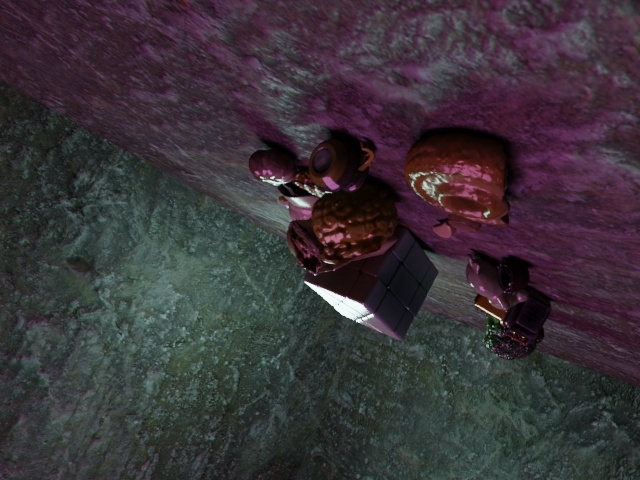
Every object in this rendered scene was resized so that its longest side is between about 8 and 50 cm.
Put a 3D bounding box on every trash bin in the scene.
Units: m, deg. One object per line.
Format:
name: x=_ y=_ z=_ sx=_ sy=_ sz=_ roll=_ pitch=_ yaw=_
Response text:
trash bin: x=0.684 y=0.253 z=1.695 sx=0.161 sy=0.184 sz=0.238 roll=28 pitch=178 yaw=-18

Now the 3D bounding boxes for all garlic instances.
garlic: x=-0.143 y=-0.224 z=1.391 sx=0.147 sy=0.102 sz=0.159 roll=4 pitch=174 yaw=31
garlic: x=0.354 y=-0.034 z=1.310 sx=0.053 sy=0.041 sz=0.083 roll=39 pitch=164 yaw=-2

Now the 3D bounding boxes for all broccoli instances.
broccoli: x=0.798 y=0.367 z=1.963 sx=0.270 sy=0.270 sz=0.270 roll=34 pitch=-157 yaw=-50

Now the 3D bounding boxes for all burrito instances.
burrito: x=0.075 y=0.003 z=1.502 sx=0.331 sy=0.135 sz=0.190 roll=-11 pitch=-142 yaw=-32

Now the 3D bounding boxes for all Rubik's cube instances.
Rubik's cube: x=0.192 y=0.131 z=1.740 sx=0.318 sy=0.316 sz=0.322 roll=17 pitch=160 yaw=46

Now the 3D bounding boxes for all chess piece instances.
chess piece: x=0.362 y=-0.050 z=1.171 sx=0.083 sy=0.038 sz=0.083 roll=23 pitch=170 yaw=4

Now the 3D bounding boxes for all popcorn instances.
popcorn: x=0.089 y=-0.043 z=1.301 sx=0.206 sy=0.252 sz=0.237 roll=22 pitch=176 yaw=43

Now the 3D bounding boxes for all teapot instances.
teapot: x=0.055 y=-0.175 z=1.069 sx=0.165 sy=0.130 sz=0.119 roll=-23 pitch=157 yaw=37

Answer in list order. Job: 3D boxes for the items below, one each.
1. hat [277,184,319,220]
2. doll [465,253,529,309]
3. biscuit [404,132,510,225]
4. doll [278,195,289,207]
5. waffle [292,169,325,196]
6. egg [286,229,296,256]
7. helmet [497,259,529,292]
hat: x=-0.068 y=-0.113 z=1.775 sx=0.219 sy=0.164 sz=0.226 roll=20 pitch=-168 yaw=30
doll: x=0.554 y=0.144 z=1.512 sx=0.275 sy=0.113 sz=0.155 roll=29 pitch=-154 yaw=-26
biscuit: x=0.264 y=-0.109 z=0.894 sx=0.213 sy=0.091 sz=0.274 roll=18 pitch=172 yaw=34
doll: x=-0.128 y=-0.158 z=1.964 sx=0.098 sy=0.058 sz=0.143 roll=21 pitch=177 yaw=22
waffle: x=0.017 y=-0.163 z=1.492 sx=0.237 sy=0.059 sz=0.243 roll=27 pitch=175 yaw=-35
egg: x=0.000 y=0.000 z=2.003 sx=0.295 sy=0.218 sz=0.218 roll=17 pitch=174 yaw=-12
helmet: x=0.572 y=0.104 z=1.374 sx=0.070 sy=0.098 sz=0.123 roll=-7 pitch=171 yaw=7
